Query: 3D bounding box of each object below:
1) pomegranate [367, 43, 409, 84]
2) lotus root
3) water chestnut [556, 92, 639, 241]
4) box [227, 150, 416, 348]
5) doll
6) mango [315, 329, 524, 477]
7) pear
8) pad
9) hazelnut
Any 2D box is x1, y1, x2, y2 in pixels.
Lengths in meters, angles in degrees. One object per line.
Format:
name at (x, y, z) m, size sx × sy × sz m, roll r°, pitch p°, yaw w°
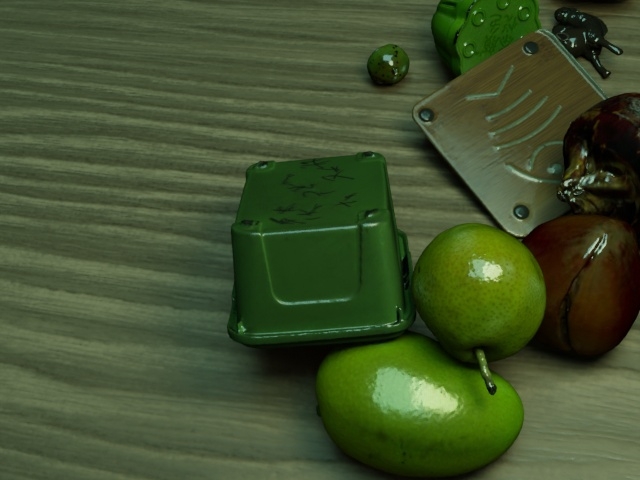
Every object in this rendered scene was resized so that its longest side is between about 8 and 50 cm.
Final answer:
pomegranate at (0.110, -0.298, 1.751) m, size 0.085 × 0.073 × 0.073 m, roll 0°, pitch 46°, yaw 52°
lotus root at (0.252, -0.363, 1.731) m, size 0.186 × 0.186 × 0.186 m, roll -3°, pitch 55°, yaw 5°
water chestnut at (0.444, -0.094, 1.474) m, size 0.238 × 0.223 × 0.223 m, roll -24°, pitch 55°, yaw -28°
box at (0.000, 0.000, 1.417) m, size 0.253 × 0.177 × 0.328 m, roll -4°, pitch 25°, yaw 2°
doll at (0.427, -0.337, 1.742) m, size 0.139 × 0.057 × 0.165 m, roll -17°, pitch 54°, yaw -4°
mango at (0.121, 0.218, 1.343) m, size 0.273 × 0.149 × 0.185 m, roll 23°, pitch 58°, yaw 16°
pear at (0.198, 0.086, 1.290) m, size 0.166 × 0.180 × 0.216 m, roll -3°, pitch 60°, yaw 18°
pad at (0.332, -0.173, 1.623) m, size 0.287 × 0.018 × 0.284 m, roll -33°, pitch 74°, yaw -13°
hazelnut at (0.353, 0.048, 1.397) m, size 0.208 × 0.208 × 0.208 m, roll -3°, pitch 55°, yaw 5°
